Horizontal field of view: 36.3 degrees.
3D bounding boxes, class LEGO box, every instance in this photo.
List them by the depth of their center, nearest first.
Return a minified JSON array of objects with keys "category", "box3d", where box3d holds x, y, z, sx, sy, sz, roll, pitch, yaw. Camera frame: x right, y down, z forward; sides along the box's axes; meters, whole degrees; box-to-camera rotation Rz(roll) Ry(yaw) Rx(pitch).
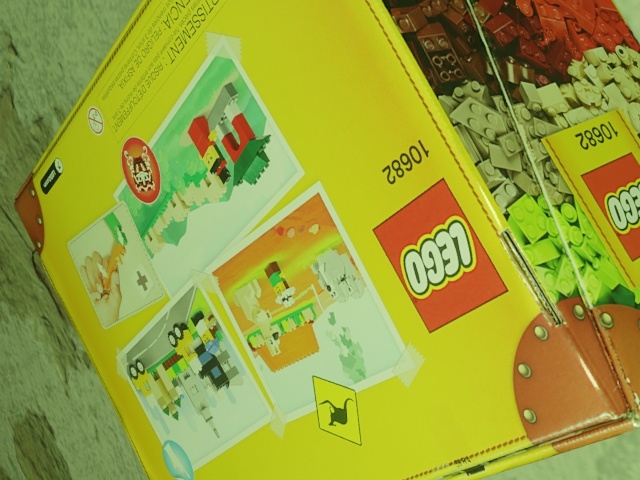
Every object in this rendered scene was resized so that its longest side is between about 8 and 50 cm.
[{"category":"LEGO box","box3d":[0.000,0.000,0.723,0.500,0.193,0.372,-37,79,49]}]
